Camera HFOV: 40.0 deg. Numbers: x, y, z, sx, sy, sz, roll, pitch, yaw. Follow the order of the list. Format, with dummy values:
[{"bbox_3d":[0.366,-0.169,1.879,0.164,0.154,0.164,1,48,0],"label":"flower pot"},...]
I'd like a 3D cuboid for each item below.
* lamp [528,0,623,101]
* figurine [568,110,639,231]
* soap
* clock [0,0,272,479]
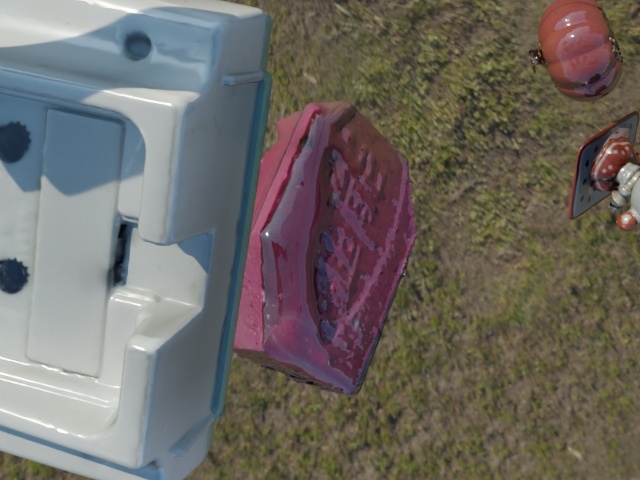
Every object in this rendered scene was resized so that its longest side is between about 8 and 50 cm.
[{"bbox_3d":[0.426,-0.317,1.473,0.140,0.182,0.182,-21,111,26],"label":"lamp"},{"bbox_3d":[0.567,-0.087,1.466,0.183,0.226,0.160,-30,134,-31],"label":"figurine"},{"bbox_3d":[0.000,0.000,1.042,0.220,0.127,0.325,36,64,-36],"label":"soap"},{"bbox_3d":[-0.159,-0.009,0.462,0.231,0.116,0.262,13,105,9],"label":"clock"}]
